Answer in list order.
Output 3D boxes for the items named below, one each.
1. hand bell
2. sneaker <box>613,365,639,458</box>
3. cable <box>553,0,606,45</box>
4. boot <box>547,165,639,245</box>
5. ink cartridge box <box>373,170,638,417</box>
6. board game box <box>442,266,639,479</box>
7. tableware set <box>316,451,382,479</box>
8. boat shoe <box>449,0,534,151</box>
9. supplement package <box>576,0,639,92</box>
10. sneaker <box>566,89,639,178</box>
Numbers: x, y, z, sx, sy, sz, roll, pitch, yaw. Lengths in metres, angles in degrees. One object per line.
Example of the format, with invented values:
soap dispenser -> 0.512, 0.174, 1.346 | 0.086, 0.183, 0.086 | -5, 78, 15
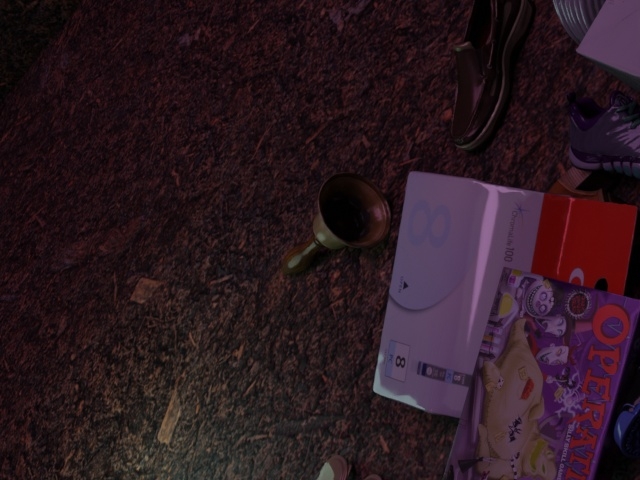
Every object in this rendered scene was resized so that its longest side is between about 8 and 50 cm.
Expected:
hand bell -> 0.000, 0.000, 2.505 | 0.242, 0.126, 0.126 | -42, 34, 54
sneaker -> 0.400, 0.137, 1.790 | 0.232, 0.081, 0.090 | -52, 29, 4
cable -> 0.404, -0.344, 1.978 | 0.257, 0.257, 0.089 | -57, 36, 9
boot -> 0.327, -0.004, 2.019 | 0.152, 0.073, 0.197 | -51, 23, 20
ink cartridge box -> 0.221, 0.082, 2.014 | 0.385, 0.091, 0.308 | 12, 93, 60
board game box -> 0.258, 0.218, 1.871 | 0.208, 0.056, 0.346 | 14, 87, 40
tableware set -> 0.030, 0.378, 2.215 | 0.169, 0.020, 0.141 | 20, 86, 58
boat shoe -> 0.227, -0.261, 2.339 | 0.095, 0.095, 0.257 | -7, 61, 55
supplement package -> 0.455, -0.244, 1.876 | 0.194, 0.203, 0.149 | -59, 30, 5
sneaker -> 0.391, -0.132, 1.940 | 0.224, 0.098, 0.083 | 7, 30, 43
